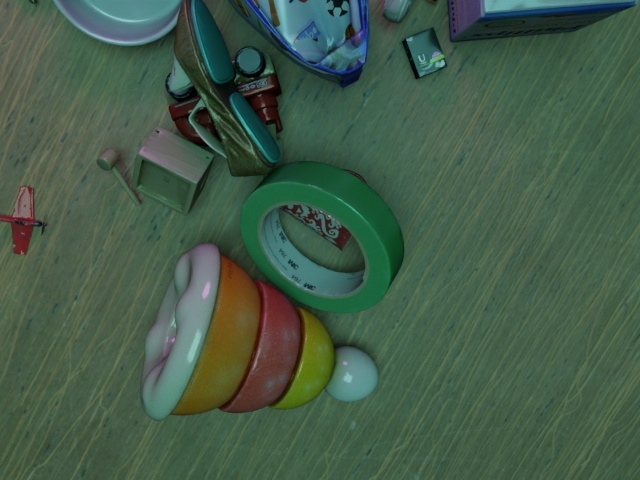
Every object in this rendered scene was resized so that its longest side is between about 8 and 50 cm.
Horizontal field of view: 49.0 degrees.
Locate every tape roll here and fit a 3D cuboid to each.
[{"bbox_3d":[0.000,0.000,1.362,0.321,0.077,0.321,19,135,19],"label":"tape roll"}]

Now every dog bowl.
[{"bbox_3d":[-0.368,-0.505,1.306,0.265,0.104,0.264,-1,127,-1],"label":"dog bowl"}]

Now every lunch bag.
[{"bbox_3d":[-0.039,-0.456,1.260,0.239,0.328,0.385,-34,96,6],"label":"lunch bag"}]

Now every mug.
[{"bbox_3d":[0.007,-0.080,1.446,0.169,0.150,0.113,31,136,-1],"label":"mug"}]

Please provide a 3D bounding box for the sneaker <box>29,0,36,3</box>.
[{"bbox_3d":[-0.507,-0.529,1.386,0.188,0.066,0.071,-17,116,8],"label":"sneaker"}]

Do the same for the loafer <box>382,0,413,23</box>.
[{"bbox_3d":[0.155,-0.582,1.353,0.112,0.112,0.319,11,91,3],"label":"loafer"}]

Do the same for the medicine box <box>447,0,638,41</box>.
[{"bbox_3d":[0.385,-0.464,1.276,0.264,0.289,0.149,-5,97,1],"label":"medicine box"}]

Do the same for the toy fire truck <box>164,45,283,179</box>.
[{"bbox_3d":[-0.168,-0.227,1.400,0.217,0.158,0.246,-18,89,2],"label":"toy fire truck"}]

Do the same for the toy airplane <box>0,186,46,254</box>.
[{"bbox_3d":[-0.650,-0.046,1.472,0.151,0.028,0.151,0,101,0],"label":"toy airplane"}]

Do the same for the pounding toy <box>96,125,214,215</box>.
[{"bbox_3d":[-0.337,-0.146,1.421,0.206,0.181,0.094,27,56,-4],"label":"pounding toy"}]

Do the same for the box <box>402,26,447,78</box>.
[{"bbox_3d":[0.208,-0.375,1.410,0.062,0.052,0.083,-21,98,2],"label":"box"}]

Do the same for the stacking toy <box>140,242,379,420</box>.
[{"bbox_3d":[-0.092,0.234,1.413,0.480,0.350,0.350,20,99,-19],"label":"stacking toy"}]

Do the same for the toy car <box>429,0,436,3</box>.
[{"bbox_3d":[0.223,-0.537,1.399,0.041,0.060,0.122,9,72,4],"label":"toy car"}]

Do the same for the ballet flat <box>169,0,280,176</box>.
[{"bbox_3d":[-0.199,-0.265,1.286,0.124,0.116,0.342,-22,105,23],"label":"ballet flat"}]
